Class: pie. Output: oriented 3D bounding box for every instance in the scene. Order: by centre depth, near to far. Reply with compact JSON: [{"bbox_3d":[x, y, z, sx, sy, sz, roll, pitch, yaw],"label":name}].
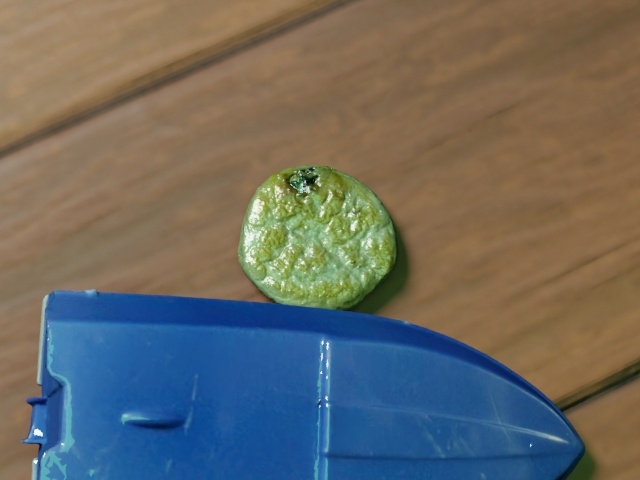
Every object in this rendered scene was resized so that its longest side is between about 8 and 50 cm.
[{"bbox_3d":[0.000,0.000,0.993,0.085,0.017,0.085,2,79,-10],"label":"pie"}]

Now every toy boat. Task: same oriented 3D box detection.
[{"bbox_3d":[-0.001,0.098,0.949,0.295,0.088,0.129,5,80,-20],"label":"toy boat"}]
